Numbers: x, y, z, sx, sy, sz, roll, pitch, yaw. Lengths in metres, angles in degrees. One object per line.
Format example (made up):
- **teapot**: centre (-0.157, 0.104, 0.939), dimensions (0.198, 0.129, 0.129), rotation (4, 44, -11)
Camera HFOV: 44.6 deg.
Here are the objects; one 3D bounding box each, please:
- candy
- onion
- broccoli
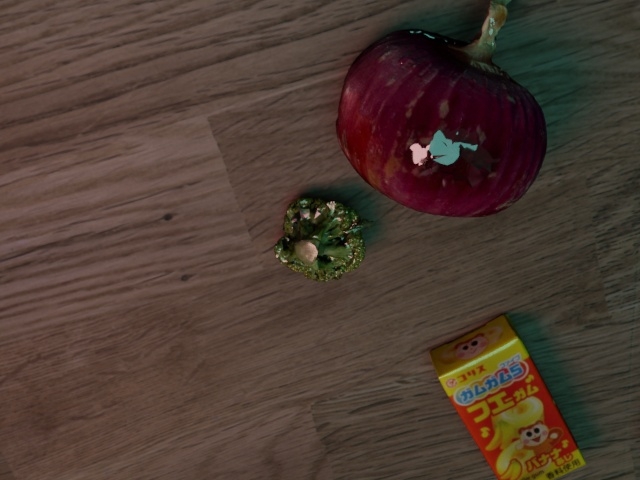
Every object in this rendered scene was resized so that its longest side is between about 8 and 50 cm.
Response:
- **candy**: centre (0.299, 0.266, 1.244), dimensions (0.146, 0.088, 0.276), rotation (-27, 110, 8)
- **onion**: centre (0.150, -0.144, 0.998), dimensions (0.256, 0.230, 0.272), rotation (-7, 119, 0)
- **broccoli**: centre (0.000, 0.000, 1.101), dimensions (0.131, 0.120, 0.130), rotation (34, 115, 10)
